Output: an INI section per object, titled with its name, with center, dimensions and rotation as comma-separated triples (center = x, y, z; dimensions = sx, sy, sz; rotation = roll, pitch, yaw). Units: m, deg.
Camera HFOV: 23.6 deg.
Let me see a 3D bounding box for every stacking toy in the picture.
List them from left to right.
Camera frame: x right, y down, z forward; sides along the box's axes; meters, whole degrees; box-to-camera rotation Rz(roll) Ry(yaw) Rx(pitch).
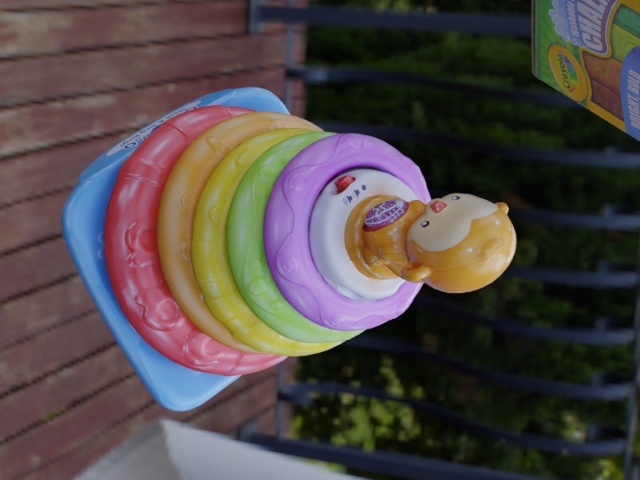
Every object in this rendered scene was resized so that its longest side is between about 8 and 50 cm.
[stacking toy]
center = 0.000, 0.000, 0.838
dimensions = 0.175, 0.302, 0.165
rotation = -34, 107, -27

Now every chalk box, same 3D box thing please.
[chalk box]
center = 0.200, -0.140, 0.842
dimensions = 0.132, 0.213, 0.132
rotation = -46, 153, -17
